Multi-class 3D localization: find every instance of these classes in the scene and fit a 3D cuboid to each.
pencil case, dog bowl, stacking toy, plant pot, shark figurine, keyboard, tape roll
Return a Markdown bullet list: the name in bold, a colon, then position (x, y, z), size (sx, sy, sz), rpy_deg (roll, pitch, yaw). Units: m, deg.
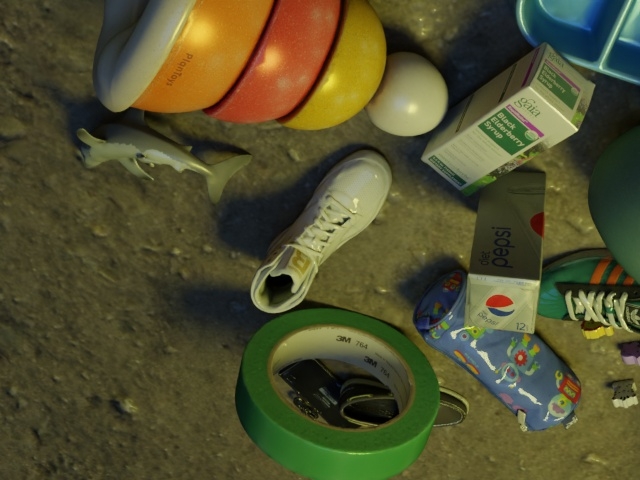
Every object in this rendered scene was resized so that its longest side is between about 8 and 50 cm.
- **pencil case**: position (0.285, 0.186, 1.766), size (0.306, 0.133, 0.119), rpy_deg (42, 157, -14)
- **dog bowl**: position (0.390, -0.295, 1.439), size (0.297, 0.074, 0.166), rpy_deg (19, 126, 1)
- **stacking toy**: position (0.543, 0.174, 1.736), size (0.221, 0.052, 0.167), rpy_deg (-14, 119, 22)
- **plant pot**: position (0.482, -0.057, 1.485), size (0.195, 0.290, 0.290), rpy_deg (24, 137, 45)
- **shark figurine**: position (-0.257, -0.160, 1.693), size (0.278, 0.116, 0.166), rpy_deg (13, 160, 16)
- **keyboard**: position (0.003, 0.282, 1.973), size (0.108, 0.023, 0.180), rpy_deg (-35, 109, 25)
- **stacking toy**: position (-0.037, -0.257, 1.486), size (0.480, 0.350, 0.350), rpy_deg (23, 129, -24)
- **tape roll**: position (0.027, 0.241, 1.752), size (0.321, 0.321, 0.077), rpy_deg (15, 127, 4)

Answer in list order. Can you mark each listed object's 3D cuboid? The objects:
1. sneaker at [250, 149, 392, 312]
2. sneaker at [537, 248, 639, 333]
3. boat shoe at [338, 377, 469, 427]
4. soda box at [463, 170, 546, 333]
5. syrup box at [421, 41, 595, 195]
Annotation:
- **sneaker**: position (0.000, 0.000, 1.688), size (0.108, 0.169, 0.292), rpy_deg (36, 124, -9)
- **sneaker**: position (0.458, 0.084, 1.652), size (0.302, 0.121, 0.108), rpy_deg (-9, 121, 20)
- **boat shoe**: position (0.144, 0.296, 1.908), size (0.228, 0.068, 0.081), rpy_deg (6, 118, 5)
- **soda box**: position (0.264, 0.007, 1.548), size (0.098, 0.286, 0.091), rpy_deg (6, 124, 10)
- **syrup box**: position (0.254, -0.162, 1.508), size (0.093, 0.096, 0.237), rpy_deg (37, 145, -15)
